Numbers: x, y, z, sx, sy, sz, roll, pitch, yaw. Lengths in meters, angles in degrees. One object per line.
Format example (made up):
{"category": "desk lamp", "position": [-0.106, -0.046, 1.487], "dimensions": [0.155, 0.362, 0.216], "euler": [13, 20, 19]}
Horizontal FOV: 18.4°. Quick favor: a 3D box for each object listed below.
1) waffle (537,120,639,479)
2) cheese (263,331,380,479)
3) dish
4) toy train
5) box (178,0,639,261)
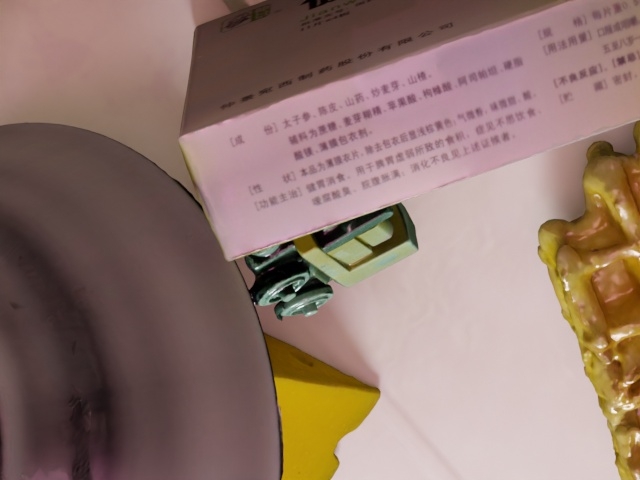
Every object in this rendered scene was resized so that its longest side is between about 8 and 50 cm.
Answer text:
{"category": "waffle", "position": [0.193, 0.022, 0.955], "dimensions": [0.160, 0.055, 0.211], "euler": [-22, 112, 6]}
{"category": "cheese", "position": [-0.057, 0.088, 0.967], "dimensions": [0.171, 0.126, 0.093], "euler": [21, 104, -29]}
{"category": "dish", "position": [-0.169, 0.095, 0.851], "dimensions": [0.316, 0.106, 0.316], "euler": [-4, 83, 33]}
{"category": "toy train", "position": [0.000, 0.000, 0.915], "dimensions": [0.081, 0.122, 0.050], "euler": [-27, 77, 5]}
{"category": "box", "position": [0.071, -0.087, 0.845], "dimensions": [0.260, 0.175, 0.062], "euler": [-20, 110, 6]}
